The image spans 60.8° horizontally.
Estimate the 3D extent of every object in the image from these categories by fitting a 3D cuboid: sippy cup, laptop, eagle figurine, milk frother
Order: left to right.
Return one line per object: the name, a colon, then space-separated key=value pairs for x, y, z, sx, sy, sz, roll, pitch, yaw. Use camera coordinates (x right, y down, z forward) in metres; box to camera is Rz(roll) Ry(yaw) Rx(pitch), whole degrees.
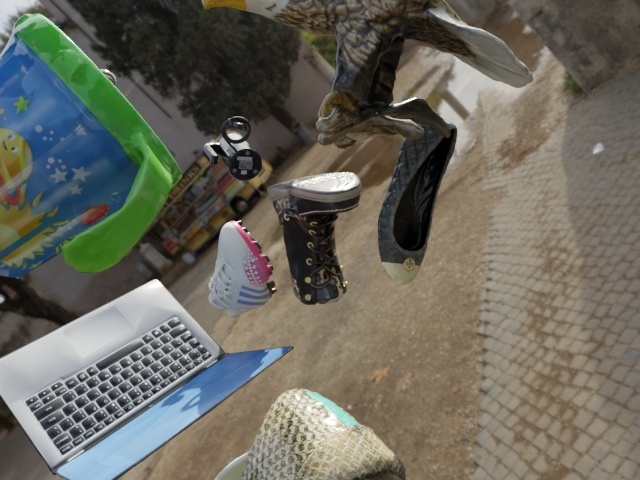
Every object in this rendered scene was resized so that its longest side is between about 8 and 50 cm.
sippy cup: x=-0.317 y=-0.086 z=0.610 sx=0.224 sy=0.240 sz=0.305 roll=-44 pitch=23 yaw=-12
laptop: x=-0.340 y=0.217 z=0.993 sx=0.382 sy=0.408 sz=0.236 roll=-30 pitch=-28 yaw=-39
milk frother: x=-0.210 y=-0.244 z=1.352 sx=0.143 sy=0.129 sz=0.134 roll=-62 pitch=35 yaw=16
eagle figurine: x=0.015 y=-0.223 z=0.418 sx=0.225 sy=0.298 sz=0.226 roll=-9 pitch=9 yaw=-33

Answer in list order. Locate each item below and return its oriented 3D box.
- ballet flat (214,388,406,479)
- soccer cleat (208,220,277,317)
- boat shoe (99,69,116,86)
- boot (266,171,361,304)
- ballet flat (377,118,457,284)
ballet flat: x=-0.078 y=0.358 z=0.531 sx=0.182 sy=0.164 sz=0.482 roll=36 pitch=107 yaw=47
soccer cleat: x=-0.177 y=0.081 z=1.146 sx=0.143 sy=0.116 sz=0.331 roll=-34 pitch=-23 yaw=-13
boat shoe: x=-0.538 y=-0.287 z=1.247 sx=0.228 sy=0.081 sz=0.068 roll=-43 pitch=46 yaw=24
boot: x=0.000 y=0.000 z=1.217 sx=0.138 sy=0.284 sz=0.377 roll=-16 pitch=11 yaw=-25
ballet flat: x=0.095 y=-0.037 z=0.545 sx=0.049 sy=0.058 sz=0.173 roll=25 pitch=109 yaw=59
